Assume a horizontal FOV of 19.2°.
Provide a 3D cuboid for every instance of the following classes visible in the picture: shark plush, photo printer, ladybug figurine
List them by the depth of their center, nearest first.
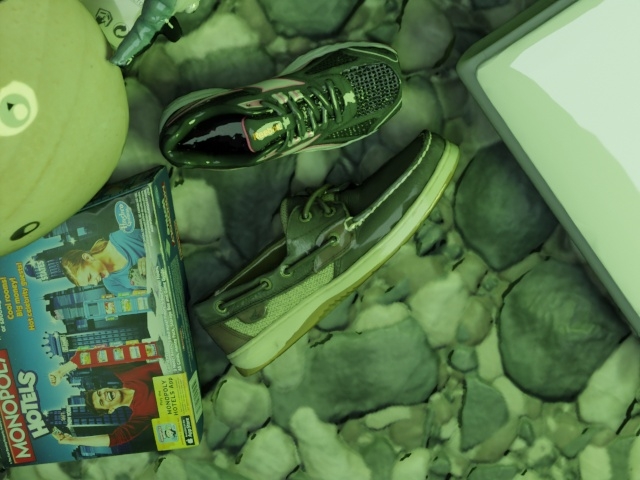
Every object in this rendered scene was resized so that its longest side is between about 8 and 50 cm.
[{"bbox_3d":[-0.084,-0.181,1.159,0.067,0.073,0.161,28,111,15],"label":"shark plush"},{"bbox_3d":[-0.350,-0.096,1.212,0.449,0.162,0.305,9,133,14],"label":"ladybug figurine"},{"bbox_3d":[0.275,-0.061,1.237,0.256,0.107,0.307,-33,100,13],"label":"photo printer"}]

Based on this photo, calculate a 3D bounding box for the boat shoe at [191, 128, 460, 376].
[{"bbox_3d":[0.000,0.000,1.295,0.073,0.080,0.223,41,109,-11],"label":"boat shoe"}]

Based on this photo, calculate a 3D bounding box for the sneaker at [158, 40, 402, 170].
[{"bbox_3d":[-0.027,-0.079,1.277,0.178,0.077,0.072,-20,104,10],"label":"sneaker"}]

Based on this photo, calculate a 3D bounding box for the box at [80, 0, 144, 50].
[{"bbox_3d":[-0.072,-0.257,1.217,0.094,0.113,0.275,38,106,-6],"label":"box"}]

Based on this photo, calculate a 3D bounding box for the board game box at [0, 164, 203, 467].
[{"bbox_3d":[-0.191,0.057,1.339,0.194,0.060,0.194,-6,105,8],"label":"board game box"}]

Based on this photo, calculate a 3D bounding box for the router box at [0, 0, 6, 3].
[{"bbox_3d":[-0.244,-0.348,1.063,0.082,0.301,0.335,-15,135,45],"label":"router box"}]
